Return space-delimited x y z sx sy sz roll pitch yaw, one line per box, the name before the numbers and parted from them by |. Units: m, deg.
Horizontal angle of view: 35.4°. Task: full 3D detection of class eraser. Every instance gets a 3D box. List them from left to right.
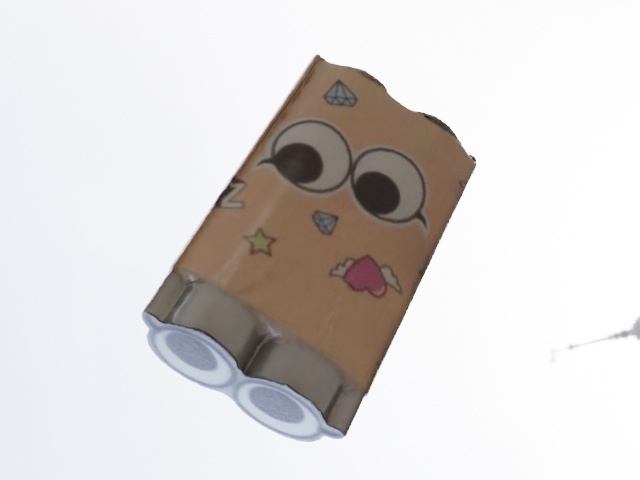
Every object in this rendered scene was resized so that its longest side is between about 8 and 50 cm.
eraser | 0.000 0.000 0.793 0.171 0.087 0.290 32 -124 -3
